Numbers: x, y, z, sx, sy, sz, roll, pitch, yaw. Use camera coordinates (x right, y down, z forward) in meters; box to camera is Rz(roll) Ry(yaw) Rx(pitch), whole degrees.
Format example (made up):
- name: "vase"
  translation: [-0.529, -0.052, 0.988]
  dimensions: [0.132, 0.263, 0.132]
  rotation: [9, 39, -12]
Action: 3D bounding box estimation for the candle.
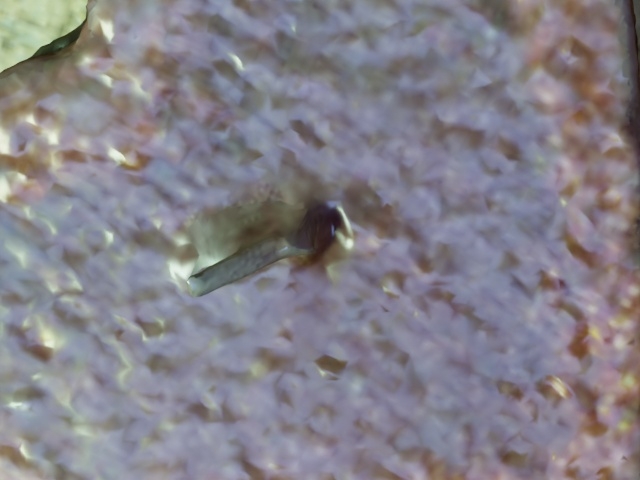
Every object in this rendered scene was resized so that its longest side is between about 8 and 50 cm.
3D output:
- name: "candle"
  translation: [0.000, 0.000, 0.678]
  dimensions: [0.287, 0.131, 0.317]
  rotation: [43, 102, -6]
